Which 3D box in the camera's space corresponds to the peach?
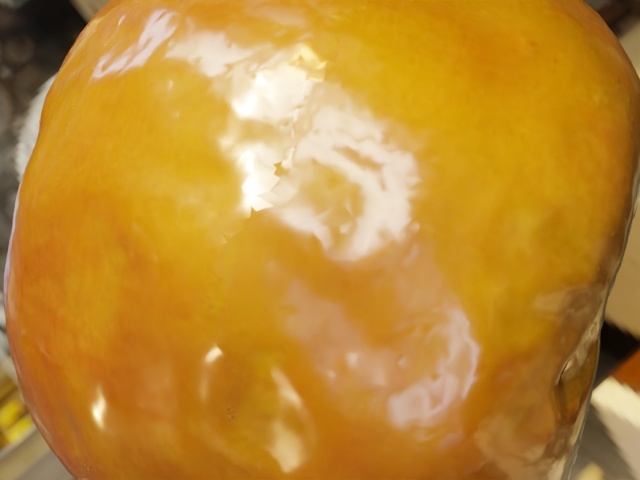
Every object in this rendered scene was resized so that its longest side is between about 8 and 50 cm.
[{"bbox_3d":[0.000,0.000,0.825,0.302,0.342,0.343,13,159,12],"label":"peach"}]
